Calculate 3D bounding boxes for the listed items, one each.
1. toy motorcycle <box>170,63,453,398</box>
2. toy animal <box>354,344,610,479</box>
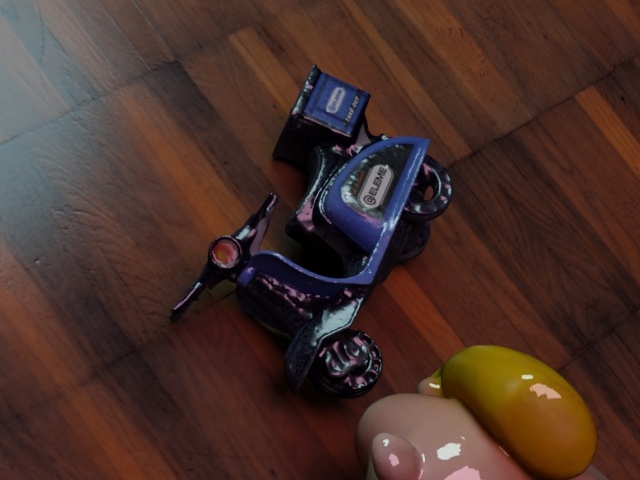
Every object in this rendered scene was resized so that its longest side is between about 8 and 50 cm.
[{"bbox_3d":[0.000,0.000,1.956,0.212,0.125,0.358,25,52,-2],"label":"toy motorcycle"},{"bbox_3d":[0.143,0.271,1.819,0.247,0.277,0.345,-40,116,-20],"label":"toy animal"}]
